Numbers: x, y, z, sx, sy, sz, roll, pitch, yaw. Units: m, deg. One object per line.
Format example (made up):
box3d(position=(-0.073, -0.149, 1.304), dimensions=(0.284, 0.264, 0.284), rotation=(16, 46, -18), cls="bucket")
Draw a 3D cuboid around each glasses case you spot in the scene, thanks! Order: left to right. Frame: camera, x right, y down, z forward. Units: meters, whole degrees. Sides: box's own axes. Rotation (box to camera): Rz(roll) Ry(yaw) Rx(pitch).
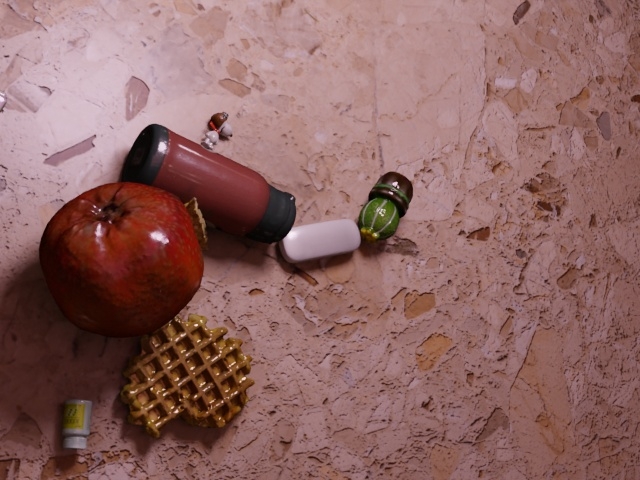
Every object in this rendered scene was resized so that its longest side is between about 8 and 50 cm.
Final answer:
box3d(position=(0.000, 0.000, 2.063), dimensions=(0.193, 0.049, 0.074), rotation=(-11, 84, -36), cls="glasses case")

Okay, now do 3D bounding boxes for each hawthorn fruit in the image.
box3d(position=(-0.333, 0.038, 1.710), dimensions=(0.276, 0.299, 0.275), rotation=(-3, 64, 7), cls="hawthorn fruit")

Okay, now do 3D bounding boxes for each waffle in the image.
box3d(position=(-0.239, 0.261, 1.838), dimensions=(0.253, 0.056, 0.249), rotation=(32, 63, -24), cls="waffle")
box3d(position=(-0.219, -0.030, 1.841), dimensions=(0.125, 0.191, 0.032), rotation=(21, 64, -27), cls="waffle")

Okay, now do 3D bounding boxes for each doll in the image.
box3d(position=(-0.211, -0.220, 1.990), dimensions=(0.085, 0.040, 0.058), rotation=(-38, 110, -34), cls="doll")

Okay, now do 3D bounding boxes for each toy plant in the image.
box3d(position=(0.136, -0.066, 2.144), dimensions=(0.093, 0.093, 0.162), rotation=(39, 64, -19), cls="toy plant")

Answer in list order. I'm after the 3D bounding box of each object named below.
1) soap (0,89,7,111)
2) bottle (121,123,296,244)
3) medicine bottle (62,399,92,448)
box3d(position=(-0.633, -0.176, 1.615), dimensions=(0.138, 0.182, 0.199), rotation=(37, 61, -18), cls="soap")
box3d(position=(-0.199, -0.096, 1.899), dimensions=(0.336, 0.144, 0.143), rotation=(23, 67, -27), cls="bottle")
box3d(position=(-0.419, 0.316, 1.710), dimensions=(0.047, 0.047, 0.083), rotation=(11, 71, -31), cls="medicine bottle")
